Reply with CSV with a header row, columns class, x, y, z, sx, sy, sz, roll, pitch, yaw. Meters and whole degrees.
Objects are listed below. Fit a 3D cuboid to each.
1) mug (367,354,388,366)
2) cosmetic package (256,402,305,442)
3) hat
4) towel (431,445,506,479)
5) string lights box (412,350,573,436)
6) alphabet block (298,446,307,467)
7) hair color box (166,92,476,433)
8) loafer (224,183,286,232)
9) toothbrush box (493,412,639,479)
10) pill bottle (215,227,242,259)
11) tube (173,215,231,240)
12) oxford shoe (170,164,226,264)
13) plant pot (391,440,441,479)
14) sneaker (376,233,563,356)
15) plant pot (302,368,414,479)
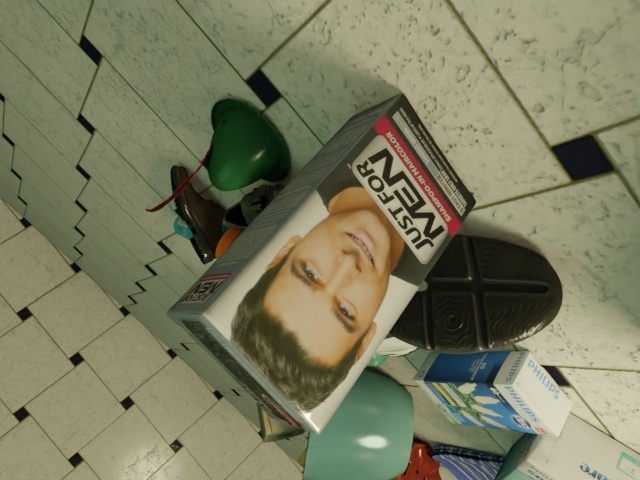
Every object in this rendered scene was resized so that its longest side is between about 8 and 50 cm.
class,x,y,z,sx,sy,sz,roll,pitch,yaw
mug,0.096,0.195,1.144,0.129,0.097,0.158,40,153,1
cosmetic package,-0.119,0.346,1.436,0.160,0.113,0.310,106,152,-61
hat,-0.176,-0.109,0.943,0.173,0.183,0.208,37,153,5
towel,0.451,0.609,1.373,0.243,0.040,0.336,45,152,-11
string lights box,0.307,0.275,1.019,0.133,0.077,0.259,48,152,-11
alphabet block,0.072,0.732,1.868,0.193,0.192,0.197,44,153,-3
hair color box,0.021,0.014,0.668,0.185,0.374,0.113,50,151,-19
loafer,-0.119,-0.047,1.014,0.084,0.096,0.267,15,168,-16
toothbrush box,0.467,0.460,1.037,0.216,0.126,0.296,30,152,21
pill bottle,-0.103,0.064,1.167,0.245,0.130,0.130,31,151,18
tube,-0.278,-0.014,1.343,0.207,0.080,0.052,20,178,40
oxford shoe,-0.268,-0.068,1.244,0.083,0.096,0.227,7,121,67
plant pot,0.182,0.668,1.584,0.265,0.272,0.272,-8,127,46
sneaker,0.172,0.102,0.901,0.447,0.169,0.257,-11,165,32
plant pot,0.093,0.441,1.324,0.235,0.293,0.293,8,148,1
